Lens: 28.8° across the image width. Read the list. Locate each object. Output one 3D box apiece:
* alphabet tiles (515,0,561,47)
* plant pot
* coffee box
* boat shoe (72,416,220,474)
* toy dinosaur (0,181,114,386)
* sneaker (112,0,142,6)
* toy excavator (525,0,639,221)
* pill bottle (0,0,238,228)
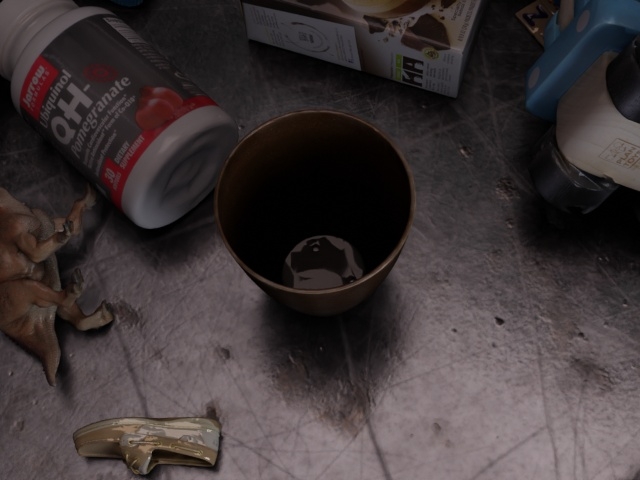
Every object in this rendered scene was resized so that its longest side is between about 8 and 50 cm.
[{"bbox_3d":[0.362,-0.324,1.663,0.198,0.009,0.237,-33,69,-10],"label":"alphabet tiles"},{"bbox_3d":[0.000,0.000,1.425,0.215,0.230,0.215,-1,67,3],"label":"plant pot"},{"bbox_3d":[0.062,-0.319,1.615,0.297,0.119,0.168,17,69,9],"label":"coffee box"},{"bbox_3d":[-0.200,0.238,1.426,0.170,0.063,0.059,-4,61,0],"label":"boat shoe"},{"bbox_3d":[-0.370,0.036,1.495,0.200,0.127,0.296,-12,84,9],"label":"toy dinosaur"},{"bbox_3d":[-0.300,-0.416,1.635,0.087,0.229,0.092,1,55,39],"label":"sneaker"},{"bbox_3d":[0.346,-0.267,1.495,0.432,0.222,0.445,18,53,-15],"label":"toy excavator"},{"bbox_3d":[-0.268,-0.177,1.542,0.318,0.176,0.176,41,75,18],"label":"pill bottle"}]
